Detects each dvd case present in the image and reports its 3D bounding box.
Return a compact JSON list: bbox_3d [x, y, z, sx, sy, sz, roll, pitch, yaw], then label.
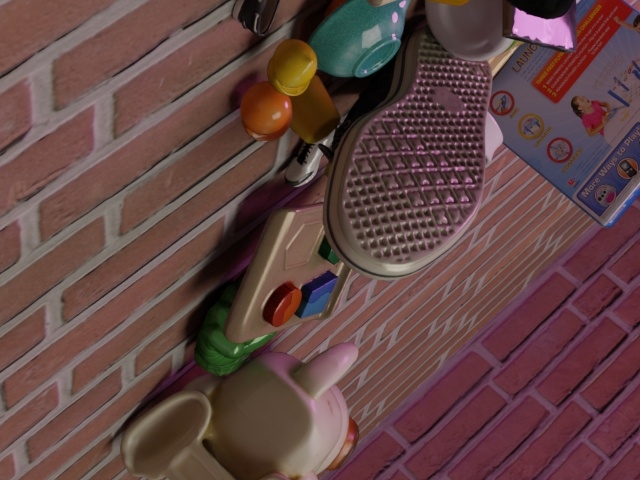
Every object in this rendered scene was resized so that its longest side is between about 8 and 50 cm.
[{"bbox_3d":[0.278,-0.355,1.691,0.164,0.018,0.221,2,88,-50],"label":"dvd case"}]

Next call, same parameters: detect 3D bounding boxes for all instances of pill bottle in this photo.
[{"bbox_3d":[0.258,-0.331,1.790,0.245,0.136,0.136,-29,155,-47],"label":"pill bottle"}]

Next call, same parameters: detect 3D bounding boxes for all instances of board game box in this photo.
[{"bbox_3d":[0.457,-0.232,2.229,0.308,0.302,0.086,-51,164,12],"label":"board game box"}]

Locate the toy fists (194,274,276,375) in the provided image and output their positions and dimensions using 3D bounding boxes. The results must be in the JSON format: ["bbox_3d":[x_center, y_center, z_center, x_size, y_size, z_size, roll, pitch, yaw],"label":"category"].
[{"bbox_3d":[-0.071,0.088,1.983,0.279,0.096,0.142,-36,158,-31],"label":"toy fists"}]

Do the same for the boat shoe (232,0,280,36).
[{"bbox_3d":[-0.050,-0.260,1.347,0.046,0.038,0.125,-28,154,-49],"label":"boat shoe"}]

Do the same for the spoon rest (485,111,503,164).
[{"bbox_3d":[0.182,-0.143,1.942,0.137,0.084,0.276,-57,-162,-8],"label":"spoon rest"}]

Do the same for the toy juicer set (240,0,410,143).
[{"bbox_3d":[0.022,-0.235,1.501,0.329,0.089,0.209,-45,164,30],"label":"toy juicer set"}]

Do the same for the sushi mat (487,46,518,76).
[{"bbox_3d":[0.282,-0.308,2.111,0.316,0.019,0.151,-50,165,8],"label":"sushi mat"}]

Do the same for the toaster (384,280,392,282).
[{"bbox_3d":[0.105,-0.028,2.138,0.186,0.110,0.168,-48,163,-1],"label":"toaster"}]

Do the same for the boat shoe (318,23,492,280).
[{"bbox_3d":[0.098,-0.096,1.664,0.156,0.186,0.500,-47,-168,35],"label":"boat shoe"}]

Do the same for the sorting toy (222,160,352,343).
[{"bbox_3d":[0.000,0.000,1.835,0.229,0.041,0.307,-9,128,-53],"label":"sorting toy"}]

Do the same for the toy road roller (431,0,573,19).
[{"bbox_3d":[0.155,-0.387,1.389,0.329,0.241,0.202,4,137,-21],"label":"toy road roller"}]

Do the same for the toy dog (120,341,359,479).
[{"bbox_3d":[-0.086,0.294,2.161,0.395,0.284,0.408,-56,169,4],"label":"toy dog"}]

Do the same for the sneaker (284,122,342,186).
[{"bbox_3d":[-0.014,-0.119,1.771,0.109,0.040,0.044,-53,153,-2],"label":"sneaker"}]
